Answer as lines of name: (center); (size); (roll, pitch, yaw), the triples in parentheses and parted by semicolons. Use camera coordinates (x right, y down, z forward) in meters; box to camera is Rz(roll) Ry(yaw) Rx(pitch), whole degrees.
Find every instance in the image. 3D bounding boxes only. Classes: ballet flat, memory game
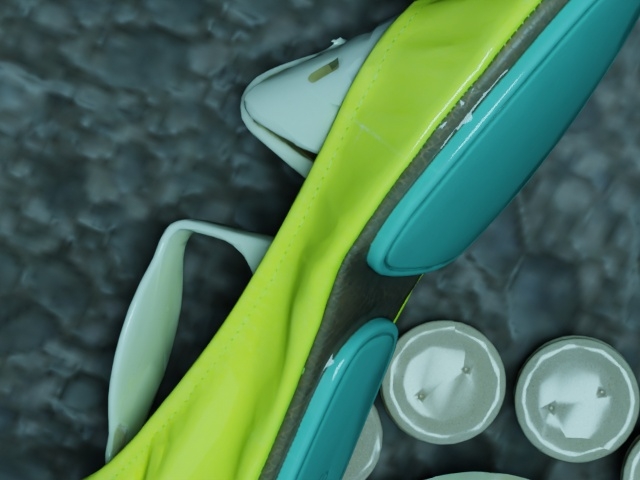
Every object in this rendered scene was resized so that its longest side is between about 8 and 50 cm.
ballet flat: (0.000, 0.000, 0.508); (0.077, 0.077, 0.231); (35, 103, 19)
memory game: (0.047, 0.115, 0.555); (0.186, 0.012, 0.186); (0, 91, 4)
